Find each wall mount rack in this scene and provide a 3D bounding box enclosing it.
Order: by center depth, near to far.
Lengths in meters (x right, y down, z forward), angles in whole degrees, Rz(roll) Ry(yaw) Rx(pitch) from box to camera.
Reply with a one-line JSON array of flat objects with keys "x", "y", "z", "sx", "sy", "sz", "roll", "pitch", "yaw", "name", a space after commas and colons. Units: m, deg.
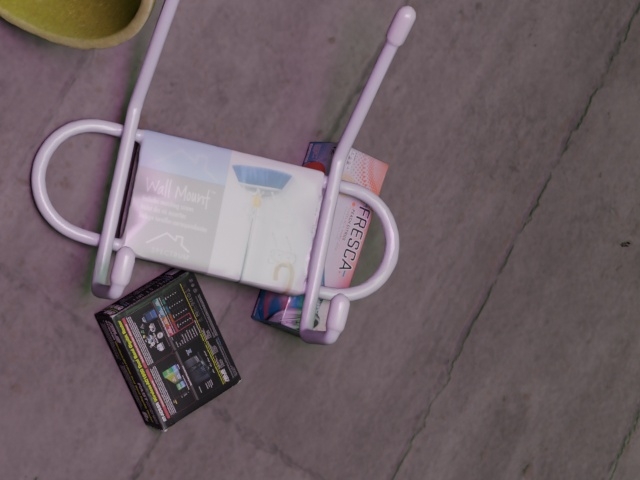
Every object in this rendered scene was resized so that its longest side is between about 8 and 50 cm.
[{"x": -0.063, "y": -0.076, "z": 1.631, "sx": 0.350, "sy": 0.130, "sz": 0.304, "roll": 13, "pitch": 83, "yaw": -18, "name": "wall mount rack"}]

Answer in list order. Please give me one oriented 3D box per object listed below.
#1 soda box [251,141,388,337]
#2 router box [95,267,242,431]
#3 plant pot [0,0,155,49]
[{"x": 0.000, "y": 0.000, "z": 1.754, "sx": 0.063, "sy": 0.058, "sz": 0.183, "roll": 23, "pitch": 80, "yaw": -31, "name": "soda box"}, {"x": -0.137, "y": 0.098, "z": 1.685, "sx": 0.092, "sy": 0.038, "sz": 0.122, "roll": -31, "pitch": 108, "yaw": -27, "name": "router box"}, {"x": -0.178, "y": -0.342, "z": 1.522, "sx": 0.276, "sy": 0.276, "sz": 0.254, "roll": 54, "pitch": 56, "yaw": -23, "name": "plant pot"}]
